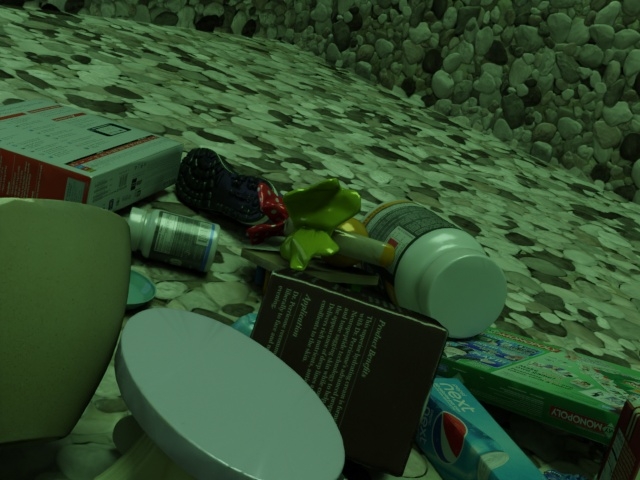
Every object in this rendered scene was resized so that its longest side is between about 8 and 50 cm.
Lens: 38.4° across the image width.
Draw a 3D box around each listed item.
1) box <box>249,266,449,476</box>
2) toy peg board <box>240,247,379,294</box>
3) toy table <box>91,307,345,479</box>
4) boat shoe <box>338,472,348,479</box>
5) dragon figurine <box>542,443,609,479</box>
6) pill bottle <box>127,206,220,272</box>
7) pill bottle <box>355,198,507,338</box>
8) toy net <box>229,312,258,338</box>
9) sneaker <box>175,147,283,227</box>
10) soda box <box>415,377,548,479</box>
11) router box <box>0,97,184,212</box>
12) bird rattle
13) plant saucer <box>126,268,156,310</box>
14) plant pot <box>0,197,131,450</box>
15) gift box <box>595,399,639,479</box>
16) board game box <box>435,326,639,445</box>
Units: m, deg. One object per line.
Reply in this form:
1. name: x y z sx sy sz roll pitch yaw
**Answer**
1. box: 0.019 0.140 1.042 0.203 0.168 0.167 19 0 2
2. toy peg board: -0.024 0.070 1.415 0.161 0.079 0.161 6 7 -31
3. toy table: -0.108 0.197 0.834 0.252 0.160 0.274 10 22 -29
4. boat shoe: 0.019 0.265 0.948 0.038 0.046 0.125 9 24 -26
5. dragon figurine: 0.390 0.317 1.067 0.289 0.085 0.144 16 21 6
6. pill bottle: -0.227 -0.003 1.399 0.137 0.078 0.078 14 20 -10
7. pill bottle: 0.167 0.042 1.451 0.162 0.162 0.278 10 13 -22
8. toy net: -0.010 0.155 1.225 0.232 0.045 0.122 29 20 23
9. sneaker: -0.152 -0.075 1.671 0.283 0.107 0.124 31 -2 41
10. soda box: 0.177 0.248 1.099 0.071 0.067 0.210 8 22 -28
11. router box: -0.439 -0.145 1.559 0.301 0.082 0.335 18 19 12
12. bird rattle: 0.000 0.000 1.385 0.207 0.143 0.253 20 -9 -16
13. plant saucer: -0.284 0.066 1.249 0.119 0.021 0.119 15 19 -6
14. plant pot: -0.305 0.094 0.837 0.284 0.190 0.284 -10 -13 -2
15. gift box: 0.366 0.318 0.828 0.258 0.276 0.255 19 6 14
16. board game box: 0.313 0.194 1.280 0.317 0.046 0.214 15 13 39
